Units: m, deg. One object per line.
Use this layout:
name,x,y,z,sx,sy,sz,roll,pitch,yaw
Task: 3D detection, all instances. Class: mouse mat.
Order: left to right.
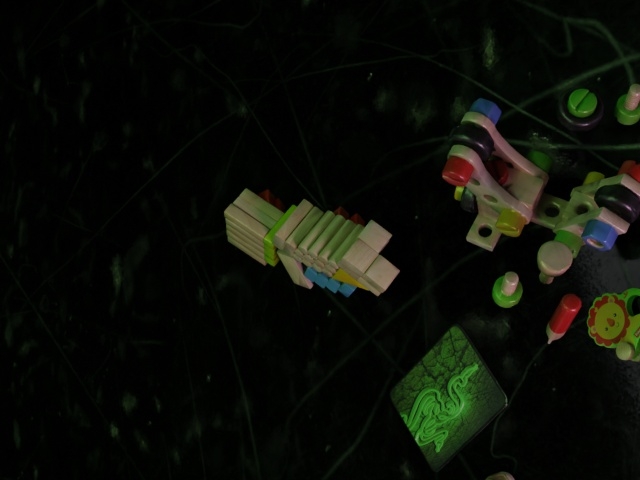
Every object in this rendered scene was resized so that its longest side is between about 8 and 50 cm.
mouse mat,0.188,0.237,1.561,0.190,0.007,0.152,-53,53,32

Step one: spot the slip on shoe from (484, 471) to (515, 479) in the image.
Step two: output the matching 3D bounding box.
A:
slip on shoe,0.273,0.383,1.438,0.051,0.041,0.135,-49,55,34

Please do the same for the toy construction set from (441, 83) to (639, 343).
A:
toy construction set,0.282,-0.017,1.350,0.237,0.257,0.309,83,-171,-67

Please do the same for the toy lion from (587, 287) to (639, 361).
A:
toy lion,0.391,0.101,1.336,0.100,0.034,0.096,-60,42,26

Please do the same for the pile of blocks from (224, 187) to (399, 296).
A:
pile of blocks,0.000,0.000,1.721,0.362,0.149,0.112,21,61,36
